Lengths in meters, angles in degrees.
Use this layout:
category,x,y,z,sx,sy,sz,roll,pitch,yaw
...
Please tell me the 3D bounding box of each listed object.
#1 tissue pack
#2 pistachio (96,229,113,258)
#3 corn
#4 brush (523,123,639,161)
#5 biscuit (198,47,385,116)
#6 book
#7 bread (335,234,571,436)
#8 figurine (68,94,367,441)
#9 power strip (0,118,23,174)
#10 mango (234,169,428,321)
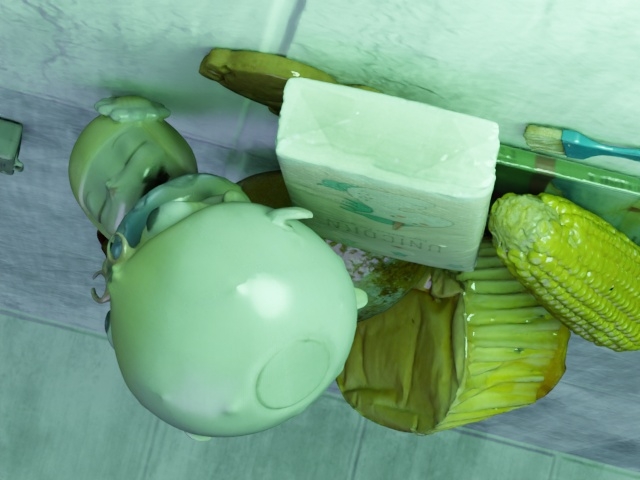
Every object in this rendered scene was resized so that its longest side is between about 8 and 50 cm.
category,x,y,z,sx,sy,sz,roll,pitch,yaw
tissue pack,0.056,-0.047,1.580,0.170,0.071,0.325,11,170,5
pistachio,-0.187,0.025,2.292,0.165,0.131,0.210,19,161,-11
corn,0.229,0.027,1.669,0.097,0.097,0.261,6,161,38
brush,0.239,-0.068,1.515,0.164,0.014,0.051,11,171,15
biscuit,-0.006,-0.113,1.575,0.133,0.027,0.184,7,168,40
book,0.244,-0.029,1.681,0.289,0.026,0.201,15,168,2
bread,0.136,0.094,1.973,0.156,0.204,0.288,2,175,-27
figurine,-0.098,0.007,1.683,0.274,0.227,0.394,11,-155,-40
power strip,-0.487,-0.140,2.041,0.367,0.043,0.106,15,170,-8
mango,0.000,0.000,1.882,0.192,0.146,0.316,28,149,-27
